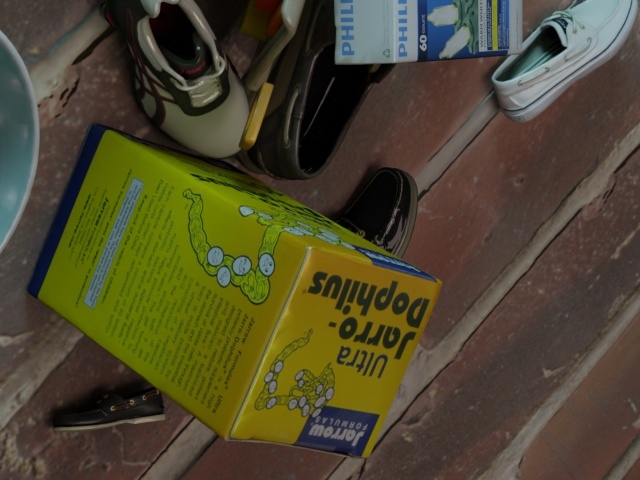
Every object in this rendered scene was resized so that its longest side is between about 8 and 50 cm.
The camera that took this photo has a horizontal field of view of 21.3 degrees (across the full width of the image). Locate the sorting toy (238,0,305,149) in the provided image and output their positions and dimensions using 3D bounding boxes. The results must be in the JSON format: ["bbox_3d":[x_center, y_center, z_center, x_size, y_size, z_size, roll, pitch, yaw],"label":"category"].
[{"bbox_3d":[-0.038,-0.258,1.676,0.047,0.196,0.347,18,72,-8],"label":"sorting toy"}]

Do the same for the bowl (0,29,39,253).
[{"bbox_3d":[-0.412,-0.080,1.447,0.311,0.163,0.311,-26,129,-38],"label":"bowl"}]

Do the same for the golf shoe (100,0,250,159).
[{"bbox_3d":[-0.137,-0.167,1.686,0.105,0.120,0.273,-33,131,-4],"label":"golf shoe"}]

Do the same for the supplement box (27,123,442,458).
[{"bbox_3d":[-0.092,0.045,1.676,0.194,0.356,0.195,15,101,-46],"label":"supplement box"}]

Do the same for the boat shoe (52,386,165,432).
[{"bbox_3d":[-0.232,0.185,1.850,0.133,0.049,0.042,-7,88,-33],"label":"boat shoe"}]

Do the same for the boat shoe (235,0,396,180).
[{"bbox_3d":[0.032,-0.219,1.814,0.132,0.130,0.355,18,99,-46],"label":"boat shoe"}]

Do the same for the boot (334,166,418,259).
[{"bbox_3d":[0.001,0.001,1.934,0.178,0.085,0.236,28,92,-44],"label":"boot"}]

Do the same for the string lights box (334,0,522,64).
[{"bbox_3d":[0.114,-0.252,1.755,0.260,0.077,0.133,-13,104,-54],"label":"string lights box"}]

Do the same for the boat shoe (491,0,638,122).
[{"bbox_3d":[0.302,-0.241,2.082,0.226,0.083,0.076,-47,136,-12],"label":"boat shoe"}]
